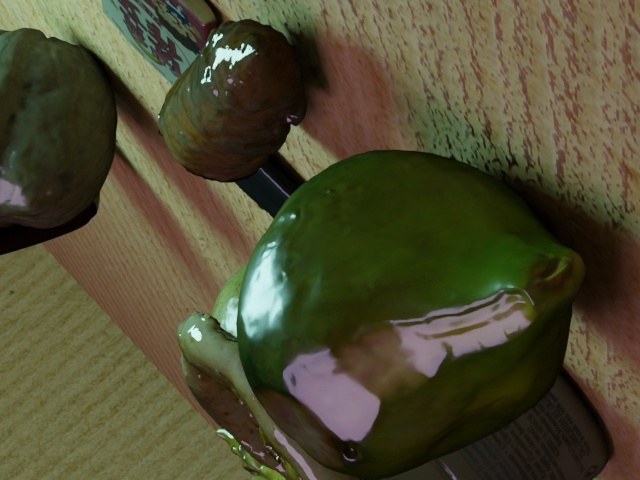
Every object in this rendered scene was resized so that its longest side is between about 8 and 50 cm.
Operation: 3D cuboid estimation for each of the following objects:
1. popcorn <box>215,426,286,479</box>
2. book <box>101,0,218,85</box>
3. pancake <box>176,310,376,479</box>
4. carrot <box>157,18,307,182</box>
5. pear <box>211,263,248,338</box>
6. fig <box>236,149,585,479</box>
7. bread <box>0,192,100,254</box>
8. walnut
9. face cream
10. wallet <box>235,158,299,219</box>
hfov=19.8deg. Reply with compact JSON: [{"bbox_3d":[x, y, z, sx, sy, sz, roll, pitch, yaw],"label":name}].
[{"bbox_3d":[0.005,0.248,1.957,0.266,0.192,0.233,30,159,10],"label":"popcorn"},{"bbox_3d":[-0.135,-0.187,1.507,0.162,0.022,0.232,47,168,13],"label":"book"},{"bbox_3d":[-0.012,0.162,1.356,0.282,0.049,0.282,45,170,10],"label":"pancake"},{"bbox_3d":[-0.059,-0.107,1.302,0.102,0.102,0.263,49,167,1],"label":"carrot"},{"bbox_3d":[-0.021,0.090,1.692,0.167,0.136,0.167,44,170,9],"label":"pear"},{"bbox_3d":[0.078,0.037,1.083,0.206,0.206,0.275,52,149,-12],"label":"fig"},{"bbox_3d":[-0.379,-0.099,2.235,0.142,0.224,0.212,90,159,-70],"label":"bread"},{"bbox_3d":[-0.318,-0.114,1.941,0.224,0.224,0.224,47,168,13],"label":"walnut"},{"bbox_3d":[0.105,0.149,1.365,0.177,0.153,0.177,49,169,13],"label":"face cream"},{"bbox_3d":[0.001,0.000,1.587,0.244,0.025,0.124,48,169,14],"label":"wallet"}]
